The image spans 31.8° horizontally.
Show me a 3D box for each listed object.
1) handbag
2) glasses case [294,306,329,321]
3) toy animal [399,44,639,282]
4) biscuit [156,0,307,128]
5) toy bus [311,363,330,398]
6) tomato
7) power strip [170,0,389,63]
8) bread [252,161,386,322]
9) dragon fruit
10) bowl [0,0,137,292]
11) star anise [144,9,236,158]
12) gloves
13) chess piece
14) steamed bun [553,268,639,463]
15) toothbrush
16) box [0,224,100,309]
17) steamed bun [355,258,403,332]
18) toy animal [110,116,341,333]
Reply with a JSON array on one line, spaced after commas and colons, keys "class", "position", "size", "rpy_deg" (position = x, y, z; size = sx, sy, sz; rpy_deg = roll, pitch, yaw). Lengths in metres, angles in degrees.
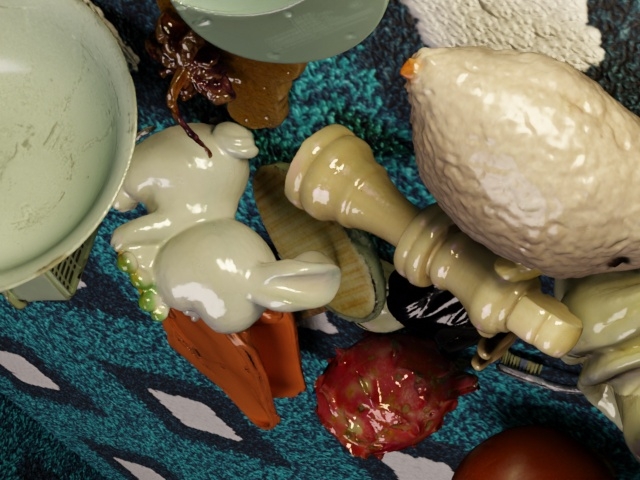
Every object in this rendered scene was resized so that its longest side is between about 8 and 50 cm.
[{"class": "handbag", "position": [-0.172, 0.145, 1.928], "size": [0.303, 0.116, 0.410], "rpy_deg": [36, 158, 22]}, {"class": "glasses case", "position": [-0.018, 0.078, 1.802], "size": [0.075, 0.049, 0.218], "rpy_deg": [39, 153, -14]}, {"class": "toy animal", "position": [0.216, -0.071, 1.144], "size": [0.358, 0.188, 0.226], "rpy_deg": [35, 148, -14]}, {"class": "biscuit", "position": [-0.093, -0.234, 1.310], "size": [0.184, 0.047, 0.319], "rpy_deg": [19, 153, 23]}, {"class": "toy bus", "position": [0.086, 0.294, 2.055], "size": [0.185, 0.090, 0.106], "rpy_deg": [37, 153, -14]}, {"class": "tomato", "position": [0.350, 0.467, 1.850], "size": [0.322, 0.321, 0.321], "rpy_deg": [22, 154, 12]}, {"class": "power strip", "position": [-0.015, -0.253, 1.127], "size": [0.253, 0.054, 0.167], "rpy_deg": [-15, 145, 27]}, {"class": "bread", "position": [0.000, 0.000, 1.564], "size": [0.267, 0.040, 0.267], "rpy_deg": [42, 155, 25]}, {"class": "dragon fruit", "position": [0.120, 0.237, 1.797], "size": [0.268, 0.210, 0.205], "rpy_deg": [-13, 173, 0]}, {"class": "bowl", "position": [-0.433, -0.117, 1.471], "size": [0.435, 0.434, 0.196], "rpy_deg": [24, 168, 8]}, {"class": "star anise", "position": [-0.151, -0.182, 1.327], "size": [0.097, 0.070, 0.190], "rpy_deg": [0, 133, 27]}, {"class": "gloves", "position": [0.181, 0.072, 1.472], "size": [0.197, 0.152, 0.301], "rpy_deg": [27, 180, -11]}, {"class": "chess piece", "position": [0.135, 0.005, 1.310], "size": [0.397, 0.117, 0.117], "rpy_deg": [36, 160, 29]}, {"class": "steamed bun", "position": [0.432, 0.154, 1.288], "size": [0.394, 0.237, 0.346], "rpy_deg": [26, 154, 6]}, {"class": "toothbrush", "position": [0.454, 0.233, 1.644], "size": [0.414, 0.042, 0.035], "rpy_deg": [16, -172, 23]}, {"class": "box", "position": [-0.437, -0.061, 1.693], "size": [0.166, 0.290, 0.220], "rpy_deg": [4, 148, 15]}, {"class": "steamed bun", "position": [0.090, 0.087, 1.667], "size": [0.113, 0.090, 0.130], "rpy_deg": [-6, 138, 47]}, {"class": "toy animal", "position": [-0.132, -0.005, 1.474], "size": [0.310, 0.247, 0.183], "rpy_deg": [64, -176, 19]}]
